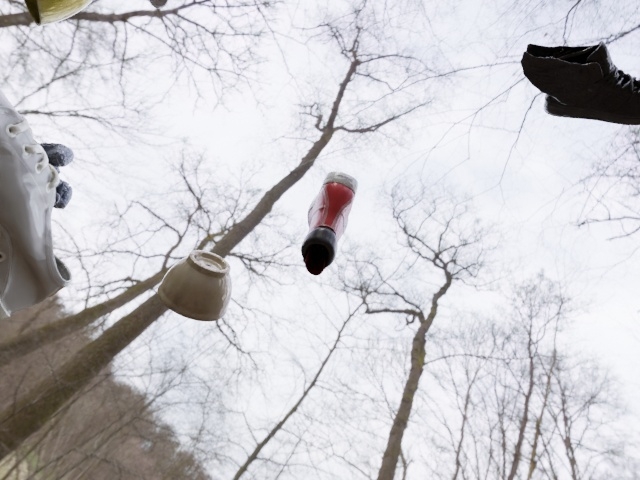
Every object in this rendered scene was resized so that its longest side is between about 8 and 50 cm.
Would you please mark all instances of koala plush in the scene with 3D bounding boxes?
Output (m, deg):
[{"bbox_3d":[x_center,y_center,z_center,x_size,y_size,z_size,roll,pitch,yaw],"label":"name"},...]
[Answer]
[{"bbox_3d":[-0.759,-0.128,1.041,0.196,0.203,0.221,-63,-142,36],"label":"koala plush"}]

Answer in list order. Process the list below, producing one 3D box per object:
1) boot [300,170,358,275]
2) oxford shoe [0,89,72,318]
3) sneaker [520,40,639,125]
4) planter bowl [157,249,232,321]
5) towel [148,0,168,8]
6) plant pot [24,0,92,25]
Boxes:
[{"bbox_3d":[0.000,0.000,0.789,0.088,0.176,0.244,18,-23,0],"label":"boot"},{"bbox_3d":[-0.403,-0.104,0.494,0.169,0.130,0.449,36,-50,42],"label":"oxford shoe"},{"bbox_3d":[0.332,-0.192,0.483,0.170,0.051,0.089,16,-33,33],"label":"sneaker"},{"bbox_3d":[-0.267,0.090,0.910,0.162,0.162,0.109,31,-76,15],"label":"planter bowl"},{"bbox_3d":[-0.248,-0.479,0.586,0.285,0.034,0.209,54,-45,40],"label":"towel"},{"bbox_3d":[-0.447,-0.439,0.682,0.134,0.095,0.134,33,-45,40],"label":"plant pot"}]
